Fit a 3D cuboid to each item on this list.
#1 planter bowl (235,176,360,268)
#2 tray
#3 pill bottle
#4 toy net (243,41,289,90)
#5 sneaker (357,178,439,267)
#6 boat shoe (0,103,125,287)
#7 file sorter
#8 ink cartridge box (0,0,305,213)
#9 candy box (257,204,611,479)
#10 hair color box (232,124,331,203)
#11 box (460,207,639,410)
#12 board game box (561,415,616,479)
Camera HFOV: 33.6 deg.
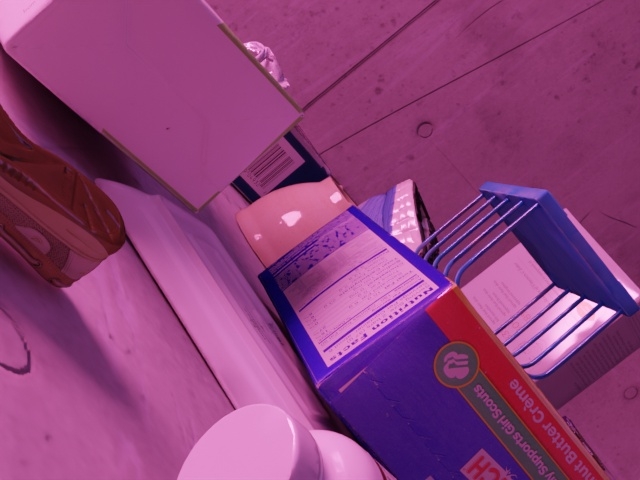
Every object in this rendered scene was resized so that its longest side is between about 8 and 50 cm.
[{"bbox_3d":[0.000,0.000,1.155,0.162,0.109,0.162,51,7,-8],"label":"planter bowl"},{"bbox_3d":[-0.052,0.067,0.734,0.270,0.030,0.145,54,5,23],"label":"tray"},{"bbox_3d":[0.007,0.139,0.465,0.152,0.086,0.086,47,7,-34],"label":"pill bottle"},{"bbox_3d":[-0.141,-0.234,1.218,0.232,0.045,0.122,25,26,8],"label":"toy net"},{"bbox_3d":[0.070,0.064,1.285,0.330,0.147,0.130,-87,154,-54],"label":"sneaker"},{"bbox_3d":[-0.161,-0.035,0.491,0.153,0.048,0.056,41,23,-29],"label":"boat shoe"},{"bbox_3d":[0.158,0.032,0.872,0.118,0.104,0.170,50,-2,-8],"label":"file sorter"},{"bbox_3d":[-0.178,-0.197,0.847,0.207,0.119,0.353,44,5,-42],"label":"ink cartridge box"},{"bbox_3d":[0.091,0.127,0.834,0.268,0.122,0.317,52,-1,-16],"label":"candy box"},{"bbox_3d":[-0.124,-0.192,1.398,0.174,0.105,0.347,47,7,-39],"label":"hair color box"},{"bbox_3d":[0.354,0.153,1.768,0.215,0.345,0.168,56,7,35],"label":"box"},{"bbox_3d":[0.372,0.404,1.412,0.208,0.056,0.347,-11,57,-45],"label":"board game box"}]
